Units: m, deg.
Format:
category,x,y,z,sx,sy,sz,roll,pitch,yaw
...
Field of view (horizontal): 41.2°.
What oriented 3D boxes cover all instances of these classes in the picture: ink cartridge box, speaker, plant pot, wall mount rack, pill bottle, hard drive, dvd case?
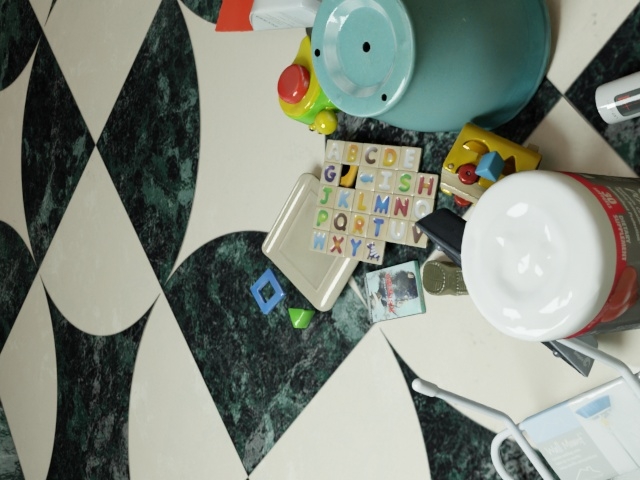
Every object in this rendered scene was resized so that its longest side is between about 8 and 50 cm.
category,x,y,z,sx,sy,sz,roll,pitch,yaw
ink cartridge box,-0.077,-0.539,1.531,0.385,0.091,0.308,13,88,49
speaker,0.413,-0.188,1.055,0.136,0.055,0.055,-15,79,47
plant pot,0.134,-0.272,1.187,0.271,0.255,0.272,16,113,43
wall mount rack,0.301,0.233,1.069,0.304,0.130,0.350,53,132,2
pill bottle,0.322,0.015,0.957,0.176,0.318,0.176,1,91,49
hard drive,0.244,0.061,1.096,0.054,0.254,0.172,-48,24,2
dvd case,0.122,0.087,1.417,0.119,0.013,0.087,-17,77,48

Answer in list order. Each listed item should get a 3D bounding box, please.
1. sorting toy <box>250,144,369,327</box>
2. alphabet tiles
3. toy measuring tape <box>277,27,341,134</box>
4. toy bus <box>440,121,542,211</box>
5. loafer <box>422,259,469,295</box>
category,x,y,z,sx,sy,sz,roll,pitch,yaw
sorting toy,0.000,0.000,1.524,0.196,0.047,0.348,42,112,35
alphabet tiles,0.087,-0.062,1.422,0.237,0.009,0.198,11,91,39
toy measuring tape,-0.034,-0.313,1.533,0.121,0.121,0.330,-45,49,39
toy bus,0.266,-0.085,1.179,0.191,0.202,0.104,10,67,55
loafer,0.206,0.061,1.296,0.148,0.050,0.056,13,97,64
